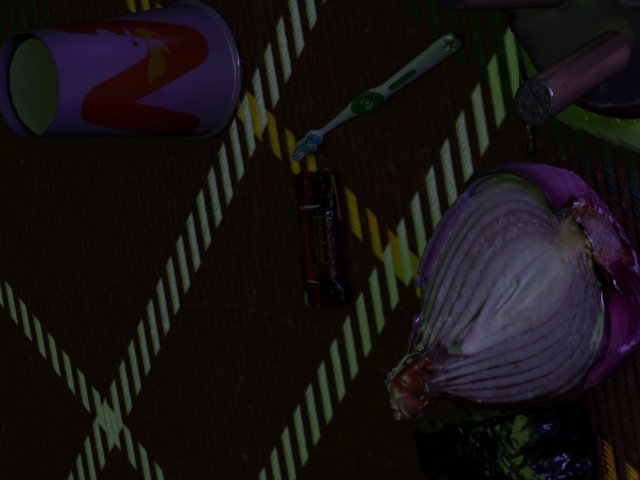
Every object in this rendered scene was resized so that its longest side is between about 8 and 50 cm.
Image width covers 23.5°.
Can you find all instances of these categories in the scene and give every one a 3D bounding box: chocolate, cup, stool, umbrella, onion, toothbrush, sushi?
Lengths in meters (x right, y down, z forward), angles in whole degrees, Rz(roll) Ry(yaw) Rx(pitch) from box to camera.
[{"bbox_3d":[0.000,0.000,1.994,0.086,0.028,0.183,-3,96,50],"label":"chocolate"},{"bbox_3d":[-0.269,-0.213,2.017,0.203,0.288,0.203,10,105,42],"label":"cup"},{"bbox_3d":[0.268,-0.251,1.533,0.272,0.178,0.272,9,104,41],"label":"stool"},{"bbox_3d":[0.236,-0.157,1.755,0.022,0.013,0.122,12,110,63],"label":"umbrella"},{"bbox_3d":[0.222,0.080,1.717,0.348,0.159,0.267,-44,58,38],"label":"onion"},{"bbox_3d":[0.065,-0.177,1.899,0.304,0.030,0.030,-33,76,39],"label":"toothbrush"},{"bbox_3d":[0.214,0.250,1.783,0.225,0.124,0.127,-16,88,43],"label":"sushi"}]

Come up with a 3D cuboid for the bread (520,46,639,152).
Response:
[{"bbox_3d":[0.332,-0.239,1.628,0.301,0.045,0.301,9,104,39],"label":"bread"}]
